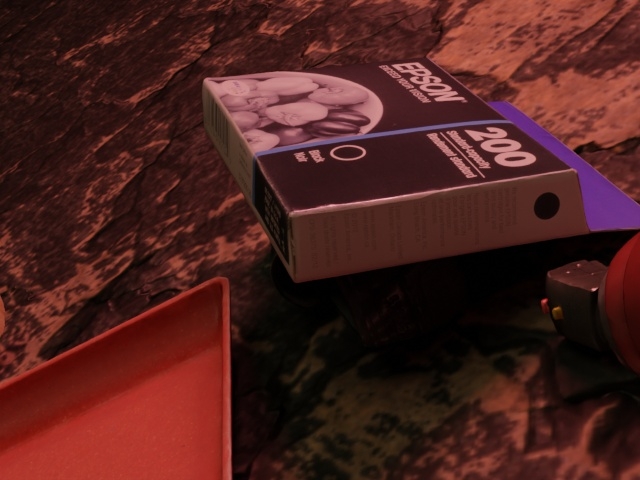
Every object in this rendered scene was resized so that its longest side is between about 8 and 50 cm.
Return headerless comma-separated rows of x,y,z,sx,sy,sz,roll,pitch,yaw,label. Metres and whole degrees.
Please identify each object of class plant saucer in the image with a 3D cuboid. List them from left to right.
-0.150,0.156,0.657,0.259,0.047,0.258,-27,29,11,plant saucer

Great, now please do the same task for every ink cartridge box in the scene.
0.055,-0.053,0.681,0.208,0.045,0.206,-7,27,-16,ink cartridge box

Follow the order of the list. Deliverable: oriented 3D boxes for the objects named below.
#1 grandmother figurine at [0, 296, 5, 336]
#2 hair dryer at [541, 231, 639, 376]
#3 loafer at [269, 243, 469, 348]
-0.399,0.135,0.890,0.342,0.104,0.208,-23,24,22,grandmother figurine
0.204,-0.020,0.467,0.224,0.080,0.293,-35,9,-1,hair dryer
0.000,0.000,0.716,0.078,0.076,0.223,-30,31,-16,loafer
